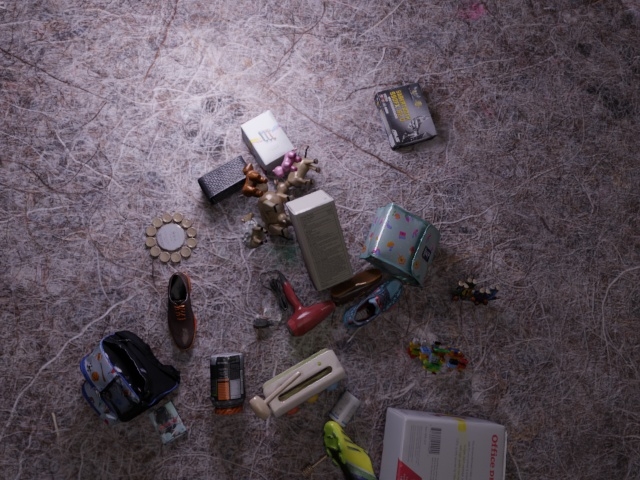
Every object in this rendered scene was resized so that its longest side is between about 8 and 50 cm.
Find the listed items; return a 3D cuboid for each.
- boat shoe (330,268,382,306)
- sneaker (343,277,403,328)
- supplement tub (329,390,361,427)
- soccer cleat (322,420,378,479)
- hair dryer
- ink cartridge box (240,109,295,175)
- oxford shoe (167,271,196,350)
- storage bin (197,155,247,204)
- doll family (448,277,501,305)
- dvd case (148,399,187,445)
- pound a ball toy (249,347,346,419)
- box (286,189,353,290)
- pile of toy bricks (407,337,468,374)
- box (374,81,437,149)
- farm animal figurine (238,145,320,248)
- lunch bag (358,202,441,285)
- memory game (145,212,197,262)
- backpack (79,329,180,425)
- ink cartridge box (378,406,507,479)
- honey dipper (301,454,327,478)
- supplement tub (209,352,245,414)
[{"bbox_3d":[0.135,0.173,1.737,0.206,0.073,0.073,-24,122,-7],"label":"boat shoe"},{"bbox_3d":[0.206,0.231,1.702,0.261,0.125,0.104,-38,88,-11],"label":"sneaker"},{"bbox_3d":[0.086,0.589,1.657,0.071,0.071,0.107,39,78,0],"label":"supplement tub"},{"bbox_3d":[0.104,0.736,1.627,0.121,0.093,0.289,-30,92,-42],"label":"soccer cleat"},{"bbox_3d":[-0.088,0.227,1.687,0.293,0.080,0.224,11,79,-6],"label":"hair dryer"},{"bbox_3d":[-0.196,-0.358,1.742,0.127,0.128,0.176,-31,85,-11],"label":"ink cartridge box"},{"bbox_3d":[-0.484,0.242,1.621,0.096,0.098,0.272,-9,82,-9],"label":"oxford shoe"},{"bbox_3d":[-0.339,-0.215,1.702,0.180,0.122,0.084,-31,87,-11],"label":"storage bin"},{"bbox_3d":[0.578,0.201,1.770,0.192,0.111,0.076,18,45,7],"label":"doll family"},{"bbox_3d":[-0.515,0.616,1.601,0.087,0.013,0.120,-29,87,-11],"label":"dvd case"},{"bbox_3d":[-0.069,0.497,1.581,0.319,0.208,0.136,-28,85,-12],"label":"pound a ball toy"},{"bbox_3d":[0.000,0.000,1.639,0.147,0.121,0.311,-21,117,-11],"label":"box"},{"bbox_3d":[0.421,0.439,1.720,0.212,0.118,0.105,14,112,-14],"label":"pile of toy bricks"},{"bbox_3d":[0.335,-0.490,1.871,0.182,0.056,0.231,-16,84,-9],"label":"box"},{"bbox_3d":[-0.163,-0.159,1.680,0.330,0.172,0.327,-18,113,-43],"label":"farm animal figurine"},{"bbox_3d":[0.307,0.021,1.737,0.262,0.160,0.224,27,75,-14],"label":"lunch bag"},{"bbox_3d":[-0.534,-0.011,1.700,0.186,0.012,0.186,1,82,-8],"label":"memory game"},{"bbox_3d":[-0.620,0.428,1.509,0.213,0.276,0.263,-37,84,2],"label":"backpack"},{"bbox_3d":[0.415,0.743,1.613,0.384,0.160,0.280,11,80,-12],"label":"ink cartridge box"},{"bbox_3d":[0.006,0.760,1.641,0.160,0.030,0.031,-32,86,-14],"label":"honey dipper"},{"bbox_3d":[-0.312,0.480,1.598,0.116,0.117,0.191,-2,82,-8],"label":"supplement tub"}]
